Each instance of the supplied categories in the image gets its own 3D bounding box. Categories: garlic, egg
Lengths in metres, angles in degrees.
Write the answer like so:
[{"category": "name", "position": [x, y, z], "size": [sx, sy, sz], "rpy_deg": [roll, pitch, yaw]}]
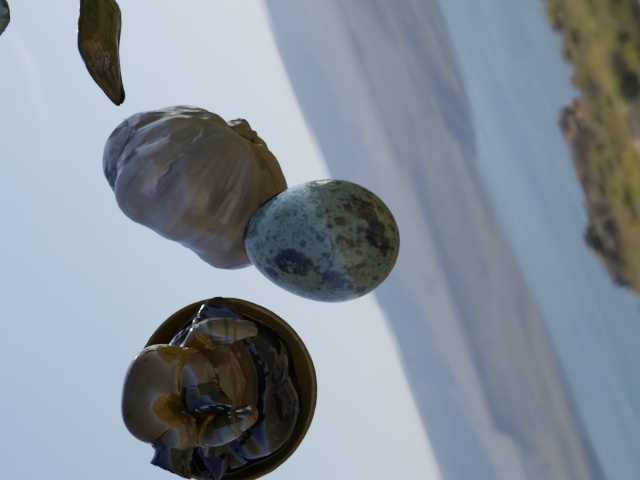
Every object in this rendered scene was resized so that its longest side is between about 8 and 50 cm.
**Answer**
[{"category": "garlic", "position": [-0.134, -0.072, 1.946], "size": [0.227, 0.152, 0.228], "rpy_deg": [31, -160, -13]}, {"category": "egg", "position": [0.000, 0.000, 1.819], "size": [0.132, 0.172, 0.132], "rpy_deg": [3, -90, -75]}]

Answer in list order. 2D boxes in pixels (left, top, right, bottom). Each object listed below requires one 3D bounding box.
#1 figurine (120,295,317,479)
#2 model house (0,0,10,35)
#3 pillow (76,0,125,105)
[{"category": "figurine", "position": [-0.115, 0.149, 1.717], "size": [0.257, 0.167, 0.192], "rpy_deg": [18, -99, -67]}, {"category": "model house", "position": [-0.560, -0.442, 2.329], "size": [0.321, 0.261, 0.266], "rpy_deg": [89, 175, -63]}, {"category": "pillow", "position": [-0.301, -0.288, 2.313], "size": [0.130, 0.033, 0.218], "rpy_deg": [58, -160, -45]}]
